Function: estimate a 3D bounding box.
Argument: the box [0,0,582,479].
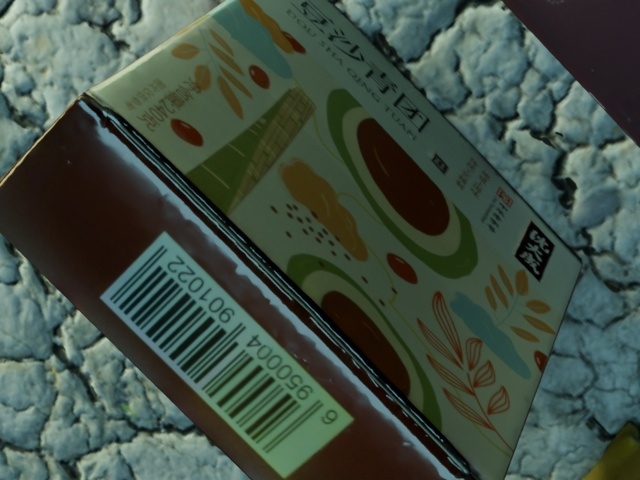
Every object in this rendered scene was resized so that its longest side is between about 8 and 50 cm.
[{"bbox_3d":[0.000,0.000,1.115,0.344,0.385,0.122,45,117,-3],"label":"box"}]

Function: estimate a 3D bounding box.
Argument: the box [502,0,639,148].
[{"bbox_3d":[0.243,-0.186,1.079,0.294,0.193,0.167,46,122,-4],"label":"box"}]

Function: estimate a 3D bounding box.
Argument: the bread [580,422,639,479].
[{"bbox_3d":[0.295,0.249,1.295,0.184,0.224,0.211,37,159,-6],"label":"bread"}]
